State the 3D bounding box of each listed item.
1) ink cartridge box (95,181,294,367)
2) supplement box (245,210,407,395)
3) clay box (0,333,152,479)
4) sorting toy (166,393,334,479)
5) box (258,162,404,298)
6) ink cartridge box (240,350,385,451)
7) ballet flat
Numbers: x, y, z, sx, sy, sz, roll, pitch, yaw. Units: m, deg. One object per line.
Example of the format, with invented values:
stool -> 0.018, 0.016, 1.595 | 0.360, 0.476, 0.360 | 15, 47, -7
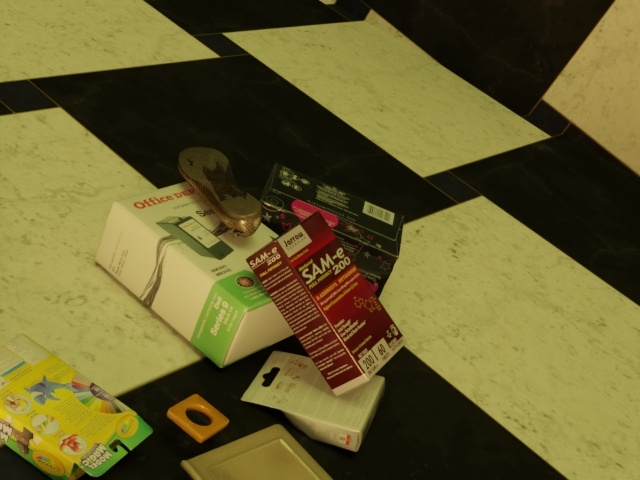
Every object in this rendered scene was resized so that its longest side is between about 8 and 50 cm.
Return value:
ink cartridge box -> -0.170, 0.040, 1.603 | 0.289, 0.121, 0.211 | 37, 32, 22
supplement box -> 0.011, 0.089, 1.510 | 0.239, 0.073, 0.130 | 56, 38, -2
clay box -> -0.331, 0.215, 1.280 | 0.222, 0.053, 0.127 | 33, 31, 13
sorting toy -> -0.061, 0.324, 1.306 | 0.348, 0.047, 0.196 | 42, 30, 28
box -> 0.000, 0.000, 1.770 | 0.247, 0.142, 0.163 | 23, 28, -4
ink cartridge box -> -0.009, 0.232, 1.512 | 0.179, 0.045, 0.145 | 11, 28, 14
ballet flat -> -0.159, -0.077, 1.634 | 0.084, 0.058, 0.250 | -18, 39, -23
